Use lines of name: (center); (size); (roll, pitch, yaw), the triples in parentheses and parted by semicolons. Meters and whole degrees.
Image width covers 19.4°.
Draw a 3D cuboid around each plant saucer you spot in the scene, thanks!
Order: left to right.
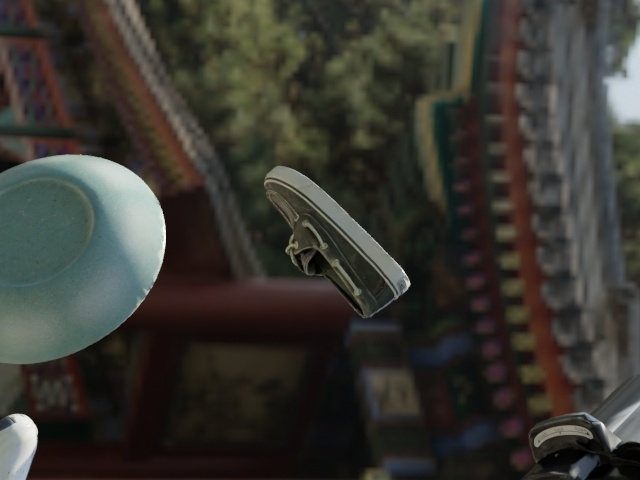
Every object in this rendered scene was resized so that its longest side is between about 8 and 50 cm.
plant saucer: (-0.217, 0.002, 1.435); (0.037, 0.195, 0.195); (69, 10, -53)

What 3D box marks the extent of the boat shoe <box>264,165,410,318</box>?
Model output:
boat shoe: (0.000, 0.000, 2.017); (0.219, 0.070, 0.078); (42, -16, 33)

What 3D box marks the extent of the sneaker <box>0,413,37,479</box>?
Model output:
sneaker: (-0.289, 0.288, 1.737); (0.153, 0.094, 0.235); (39, -72, 22)

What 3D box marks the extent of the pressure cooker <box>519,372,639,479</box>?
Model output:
pressure cooker: (0.378, 0.356, 2.056); (0.420, 0.370, 0.375); (-34, 148, -49)
